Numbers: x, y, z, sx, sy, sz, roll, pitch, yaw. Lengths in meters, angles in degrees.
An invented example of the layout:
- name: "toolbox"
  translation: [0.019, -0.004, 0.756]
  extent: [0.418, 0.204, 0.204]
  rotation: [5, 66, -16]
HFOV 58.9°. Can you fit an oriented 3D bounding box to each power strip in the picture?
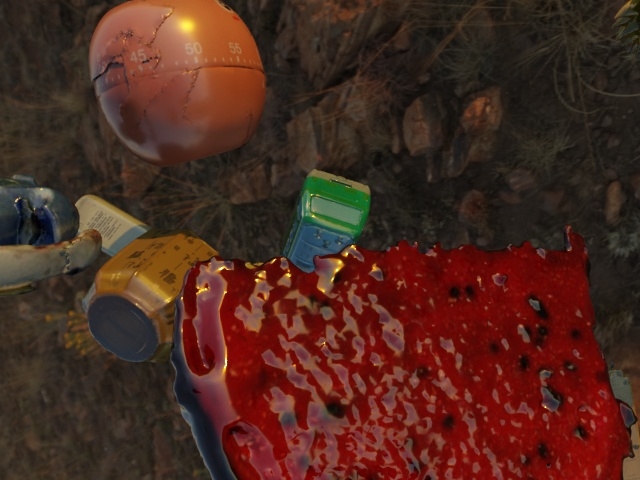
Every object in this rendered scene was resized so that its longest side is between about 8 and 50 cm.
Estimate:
- name: "power strip"
  translation: [0.609, 0.386, 1.153]
  extent: [0.064, 0.044, 0.305]
  rotation: [-13, 99, 4]

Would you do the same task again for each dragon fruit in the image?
- name: "dragon fruit"
  translation: [0.069, 0.137, 0.406]
  extent: [0.100, 0.343, 0.282]
  rotation: [128, 138, -61]

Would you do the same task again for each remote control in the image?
- name: "remote control"
  translation: [-0.340, 0.009, 1.056]
  extent: [0.309, 0.090, 0.038]
  rotation: [28, 163, 10]

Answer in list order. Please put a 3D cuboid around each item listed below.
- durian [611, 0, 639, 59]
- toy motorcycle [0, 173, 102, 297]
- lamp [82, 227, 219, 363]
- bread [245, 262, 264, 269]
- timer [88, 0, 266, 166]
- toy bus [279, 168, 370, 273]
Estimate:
- name: "durian"
  translation: [0.438, -0.227, 0.607]
  extent: [0.154, 0.260, 0.187]
  rotation: [110, 145, -59]
- name: "toy motorcycle"
  translation: [-0.423, 0.001, 0.677]
  extent: [0.241, 0.319, 0.182]
  rotation: [49, 121, 14]
- name: "lamp"
  translation: [-0.227, 0.074, 0.800]
  extent: [0.161, 0.185, 0.161]
  rotation: [7, 115, 15]
- name: "bread"
  translation: [-0.036, 0.136, 1.087]
  extent: [0.361, 0.138, 0.077]
  rotation: [34, 117, 50]
- name: "timer"
  translation: [-0.191, -0.218, 0.775]
  extent: [0.229, 0.229, 0.215]
  rotation: [-5, 104, 47]
- name: "toy bus"
  translation: [0.000, 0.000, 1.510]
  extent: [0.183, 0.199, 0.343]
  rotation: [15, 138, -6]
